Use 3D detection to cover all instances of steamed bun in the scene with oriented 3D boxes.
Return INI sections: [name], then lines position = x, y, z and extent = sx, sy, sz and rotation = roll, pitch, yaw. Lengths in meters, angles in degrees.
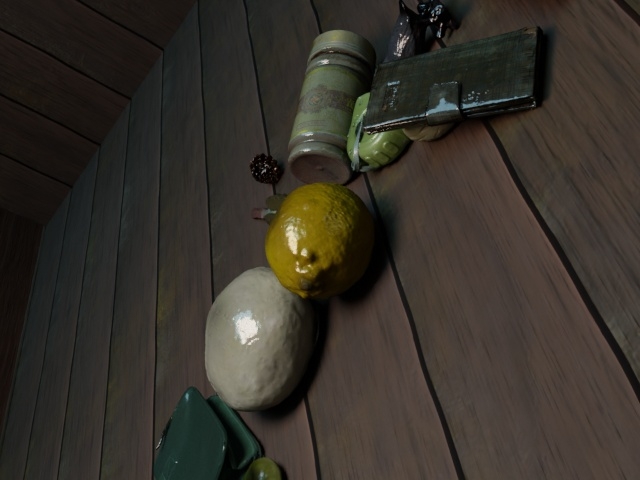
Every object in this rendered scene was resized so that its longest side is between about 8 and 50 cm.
[steamed bun]
position = 0.193, -0.241, 1.572
extent = 0.130, 0.090, 0.113
rotation = 15, 80, 62

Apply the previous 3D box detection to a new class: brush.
[brush]
position = -0.115, -0.066, 1.986
extent = 0.301, 0.071, 0.084
rotation = 7, 76, 67

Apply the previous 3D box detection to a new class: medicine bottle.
[medicine bottle]
position = 0.025, -0.284, 1.832
extent = 0.151, 0.151, 0.323
rotation = -27, 44, 49

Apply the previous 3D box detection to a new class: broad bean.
[broad bean]
position = -0.121, 0.493, 1.508
extent = 0.153, 0.072, 0.207
rotation = -37, 25, 36

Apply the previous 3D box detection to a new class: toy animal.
[toy animal]
position = 0.174, -0.412, 1.733
extent = 0.210, 0.117, 0.121
rotation = -48, 37, 22

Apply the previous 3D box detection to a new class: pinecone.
[pinecone]
position = -0.134, -0.176, 2.105
extent = 0.083, 0.077, 0.077
rotation = 23, 86, 39

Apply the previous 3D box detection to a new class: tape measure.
[tape measure]
position = 0.118, -0.222, 1.691
extent = 0.154, 0.087, 0.178
rotation = -17, 54, 49

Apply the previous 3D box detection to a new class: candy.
[candy]
position = -0.132, 0.188, 1.652
extent = 0.295, 0.185, 0.296
rotation = -38, 39, 38

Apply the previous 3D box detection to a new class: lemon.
[lemon]
position = 0.000, 0.000, 1.578
extent = 0.204, 0.204, 0.260
rotation = -40, 21, 37

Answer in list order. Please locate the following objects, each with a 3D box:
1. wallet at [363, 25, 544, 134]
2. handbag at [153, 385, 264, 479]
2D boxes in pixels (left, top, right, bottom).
[wallet]
position = 0.227, -0.276, 1.472
extent = 0.317, 0.044, 0.169
rotation = -6, 55, 31
[handbag]
position = -0.246, 0.452, 1.726
extent = 0.239, 0.089, 0.326
rotation = -64, 27, 1
